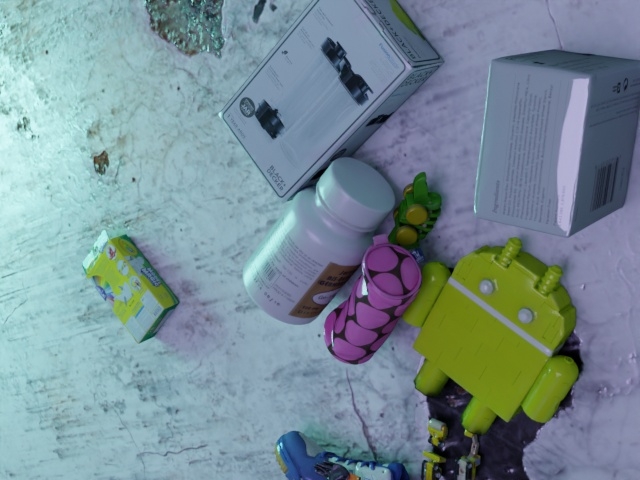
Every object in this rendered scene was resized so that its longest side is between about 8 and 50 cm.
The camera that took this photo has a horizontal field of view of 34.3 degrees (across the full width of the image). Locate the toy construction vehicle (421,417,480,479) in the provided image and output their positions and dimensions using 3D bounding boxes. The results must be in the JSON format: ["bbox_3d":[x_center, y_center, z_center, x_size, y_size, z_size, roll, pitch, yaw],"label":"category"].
[{"bbox_3d":[0.183,0.300,1.450,0.086,0.035,0.098,12,107,45],"label":"toy construction vehicle"}]

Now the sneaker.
[{"bbox_3d":[0.066,0.360,1.521,0.296,0.112,0.131,38,100,23],"label":"sneaker"}]

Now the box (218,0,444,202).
[{"bbox_3d":[0.009,-0.204,1.401,0.169,0.087,0.290,53,126,12],"label":"box"}]

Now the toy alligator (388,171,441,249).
[{"bbox_3d":[0.122,-0.013,1.399,0.051,0.056,0.189,13,128,-12],"label":"toy alligator"}]

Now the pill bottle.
[{"bbox_3d":[0.000,0.000,1.435,0.131,0.131,0.229,48,125,16],"label":"pill bottle"}]

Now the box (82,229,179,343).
[{"bbox_3d":[-0.325,0.073,1.746,0.179,0.043,0.105,49,125,12],"label":"box"}]

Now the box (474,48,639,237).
[{"bbox_3d":[0.272,-0.116,1.176,0.119,0.181,0.182,15,111,32],"label":"box"}]

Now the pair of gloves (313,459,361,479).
[{"bbox_3d":[0.014,0.359,1.478,0.074,0.010,0.083,16,85,26],"label":"pair of gloves"}]

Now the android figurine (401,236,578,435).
[{"bbox_3d":[0.224,0.122,1.356,0.248,0.056,0.273,39,124,21],"label":"android figurine"}]

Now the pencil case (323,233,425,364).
[{"bbox_3d":[0.066,0.084,1.404,0.098,0.095,0.209,63,149,23],"label":"pencil case"}]
